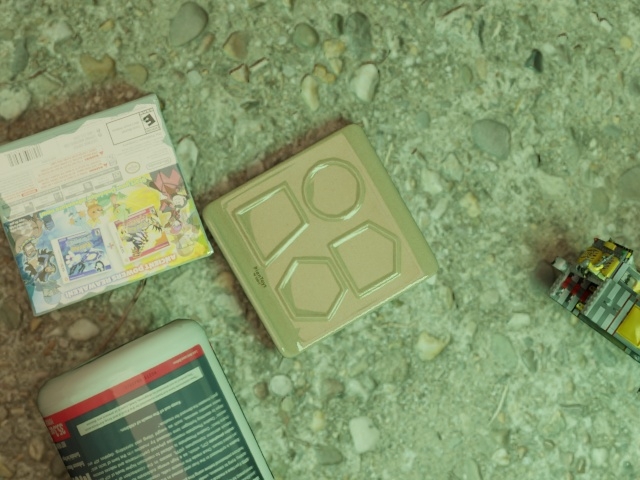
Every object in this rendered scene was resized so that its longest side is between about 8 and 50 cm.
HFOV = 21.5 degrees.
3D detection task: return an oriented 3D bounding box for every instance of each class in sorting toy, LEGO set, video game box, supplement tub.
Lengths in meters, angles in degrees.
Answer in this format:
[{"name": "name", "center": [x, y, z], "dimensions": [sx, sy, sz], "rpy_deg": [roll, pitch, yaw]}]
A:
[{"name": "sorting toy", "center": [0.000, 0.000, 1.857], "dimensions": [0.208, 0.038, 0.193], "rpy_deg": [-30, 91, -12]}, {"name": "LEGO set", "center": [0.388, 0.038, 1.763], "dimensions": [0.192, 0.331, 0.255], "rpy_deg": [35, 98, -21]}, {"name": "video game box", "center": [-0.242, -0.038, 1.820], "dimensions": [0.205, 0.048, 0.187], "rpy_deg": [-19, 88, -7]}, {"name": "supplement tub", "center": [-0.157, 0.235, 1.745], "dimensions": [0.191, 0.191, 0.272], "rpy_deg": [-25, 90, -7]}]
